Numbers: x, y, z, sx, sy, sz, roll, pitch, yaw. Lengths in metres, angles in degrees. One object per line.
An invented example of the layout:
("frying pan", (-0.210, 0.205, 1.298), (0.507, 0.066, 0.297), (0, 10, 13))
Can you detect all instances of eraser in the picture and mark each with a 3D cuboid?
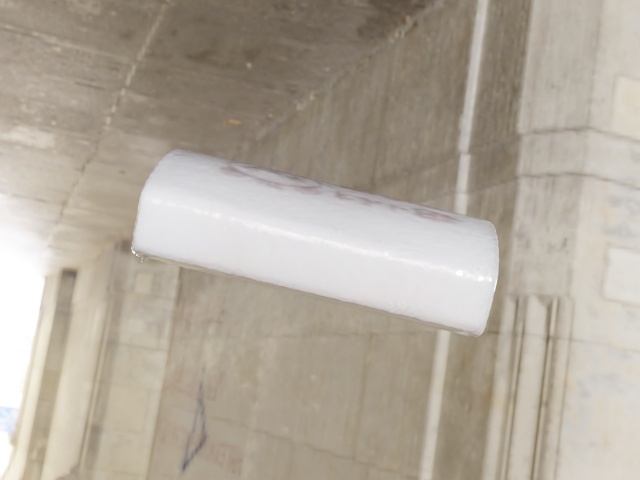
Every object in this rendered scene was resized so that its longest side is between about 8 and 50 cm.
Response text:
("eraser", (0.000, 0.000, 0.790), (0.270, 0.095, 0.174), (14, -167, 2))
